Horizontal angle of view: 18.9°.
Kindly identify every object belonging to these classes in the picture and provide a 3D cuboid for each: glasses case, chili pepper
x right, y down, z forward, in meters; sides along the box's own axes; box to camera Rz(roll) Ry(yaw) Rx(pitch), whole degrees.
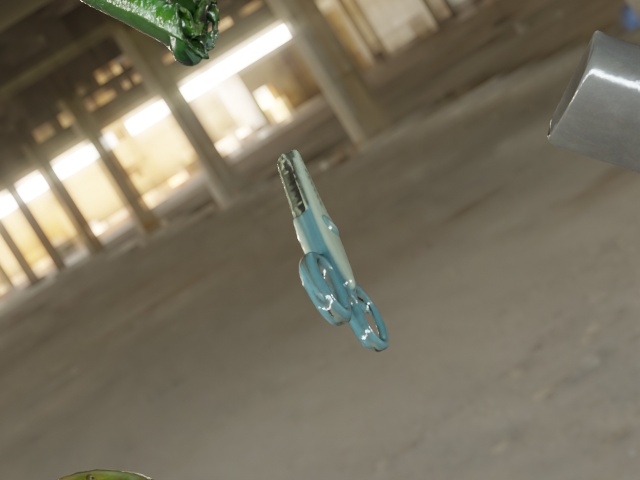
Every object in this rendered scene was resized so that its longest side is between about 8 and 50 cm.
[{"bbox_3d":[0.225,-0.052,1.057,0.072,0.191,0.042,108,-178,-48],"label":"glasses case"},{"bbox_3d":[-0.197,-0.258,2.029,0.062,0.216,0.108,-64,-13,20],"label":"chili pepper"}]

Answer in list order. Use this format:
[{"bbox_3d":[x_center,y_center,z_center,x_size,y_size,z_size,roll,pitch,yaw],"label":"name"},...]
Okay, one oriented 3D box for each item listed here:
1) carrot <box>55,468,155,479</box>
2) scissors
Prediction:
[{"bbox_3d":[-0.122,0.298,1.253,0.139,0.301,0.138,-15,11,3],"label":"carrot"},{"bbox_3d":[0.000,0.000,2.075,0.041,0.138,0.289,-40,44,16],"label":"scissors"}]
